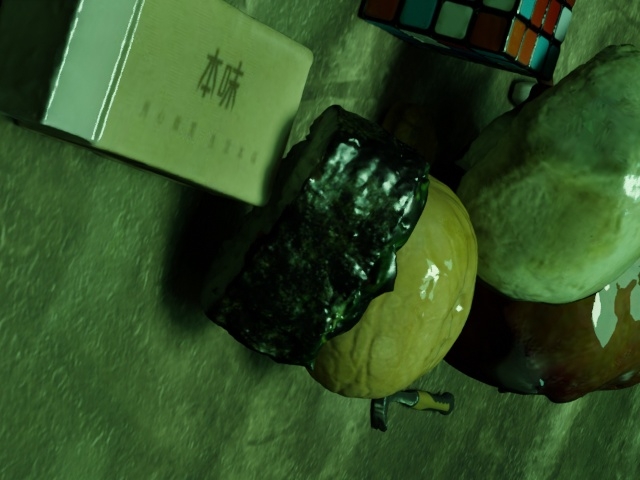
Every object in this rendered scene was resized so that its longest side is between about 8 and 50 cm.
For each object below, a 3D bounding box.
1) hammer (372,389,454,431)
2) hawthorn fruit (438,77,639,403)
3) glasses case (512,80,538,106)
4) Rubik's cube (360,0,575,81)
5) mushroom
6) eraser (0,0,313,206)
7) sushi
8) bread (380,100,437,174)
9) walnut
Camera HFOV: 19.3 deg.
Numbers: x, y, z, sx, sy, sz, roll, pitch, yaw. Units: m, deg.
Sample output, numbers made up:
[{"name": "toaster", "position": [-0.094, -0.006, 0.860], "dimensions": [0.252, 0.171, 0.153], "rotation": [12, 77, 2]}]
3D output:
[{"name": "hammer", "position": [0.106, 0.183, 2.137], "dimensions": [0.201, 0.021, 0.078], "rotation": [21, 87, -63]}, {"name": "hawthorn fruit", "position": [0.250, 0.018, 2.009], "dimensions": [0.308, 0.308, 0.325], "rotation": [-19, 136, -59]}, {"name": "glasses case", "position": [0.272, -0.155, 2.198], "dimensions": [0.164, 0.063, 0.041], "rotation": [17, 91, -65]}, {"name": "Rubik's cube", "position": [0.152, -0.252, 1.792], "dimensions": [0.151, 0.154, 0.155], "rotation": [13, 95, -65]}, {"name": "mushroom", "position": [0.252, -0.064, 1.800], "dimensions": [0.267, 0.189, 0.164], "rotation": [-31, 167, -11]}, {"name": "eraser", "position": [-0.123, -0.124, 1.419], "dimensions": [0.343, 0.078, 0.144], "rotation": [18, 89, -64]}, {"name": "sushi", "position": [0.000, 0.000, 1.598], "dimensions": [0.225, 0.127, 0.124], "rotation": [-55, -165, 20]}, {"name": "bread", "position": [0.087, -0.098, 1.890], "dimensions": [0.083, 0.046, 0.081], "rotation": [0, 101, -61]}, {"name": "walnut", "position": [0.055, 0.037, 1.759], "dimensions": [0.193, 0.193, 0.226], "rotation": [-13, 117, -61]}]
